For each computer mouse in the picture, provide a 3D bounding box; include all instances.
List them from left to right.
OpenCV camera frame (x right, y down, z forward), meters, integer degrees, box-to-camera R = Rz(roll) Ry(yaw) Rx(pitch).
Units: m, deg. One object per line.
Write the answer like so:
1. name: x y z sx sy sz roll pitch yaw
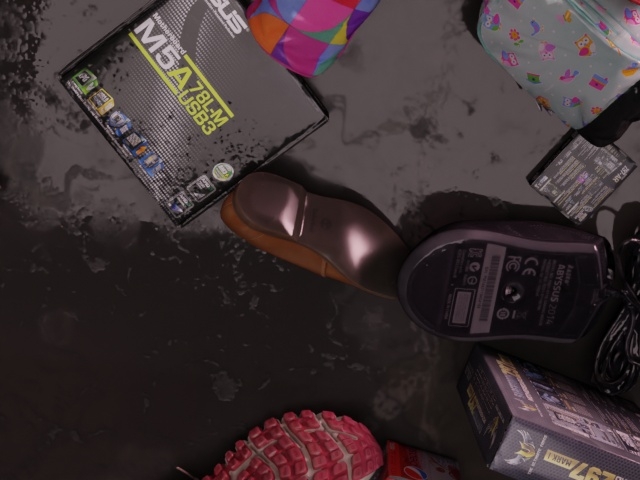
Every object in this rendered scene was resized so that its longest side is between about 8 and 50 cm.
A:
1. computer mouse: 0.203 0.045 1.166 0.272 0.072 0.188 9 113 -10

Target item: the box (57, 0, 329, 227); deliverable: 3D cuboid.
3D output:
1. box: -0.119 -0.139 1.130 0.184 0.045 0.190 -34 103 13

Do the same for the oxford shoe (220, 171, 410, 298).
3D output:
1. oxford shoe: 0.000 0.000 1.162 0.212 0.076 0.076 28 63 -18

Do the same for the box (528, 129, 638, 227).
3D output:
1. box: 0.255 -0.065 1.155 0.067 0.018 0.083 38 103 -9

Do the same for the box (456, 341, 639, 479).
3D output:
1. box: 0.233 0.180 1.116 0.183 0.232 0.059 22 99 -5

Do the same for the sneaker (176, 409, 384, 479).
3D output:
1. sneaker: -0.069 0.277 1.224 0.299 0.120 0.112 -28 130 10

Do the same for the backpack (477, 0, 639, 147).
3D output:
1. backpack: 0.231 -0.183 1.058 0.182 0.115 0.152 44 133 -1

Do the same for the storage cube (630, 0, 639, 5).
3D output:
1. storage cube: 0.257 -0.322 0.971 0.215 0.193 0.183 25 120 -5

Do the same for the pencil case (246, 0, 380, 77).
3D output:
1. pencil case: 0.033 -0.252 1.035 0.104 0.104 0.236 37 123 -9

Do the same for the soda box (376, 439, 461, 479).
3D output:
1. soda box: 0.067 0.349 1.241 0.084 0.092 0.263 17 105 -3
